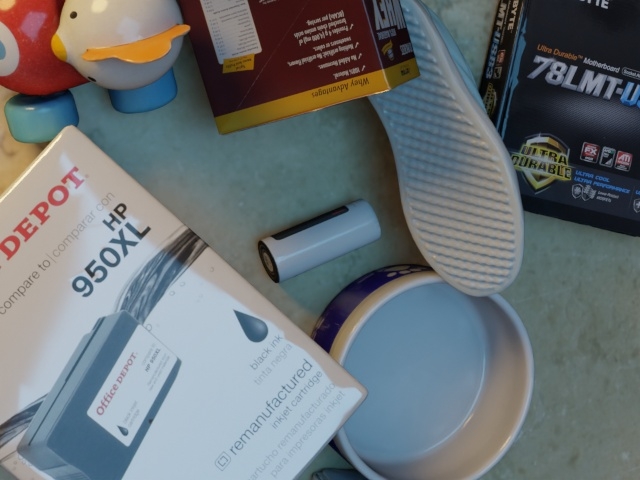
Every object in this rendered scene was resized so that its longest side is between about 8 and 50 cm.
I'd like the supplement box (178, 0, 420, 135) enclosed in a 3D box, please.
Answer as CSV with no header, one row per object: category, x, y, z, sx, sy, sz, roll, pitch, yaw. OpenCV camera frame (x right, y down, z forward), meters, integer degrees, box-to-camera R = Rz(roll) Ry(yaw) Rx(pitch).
supplement box,-0.024,-0.230,1.144,0.191,0.129,0.194,-13,99,21

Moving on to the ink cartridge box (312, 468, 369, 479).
ink cartridge box,0.081,0.430,1.344,0.201,0.117,0.278,7,94,-23

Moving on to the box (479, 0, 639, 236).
box,0.338,-0.167,1.391,0.296,0.073,0.293,12,94,-24

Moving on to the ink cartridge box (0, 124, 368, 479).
ink cartridge box,-0.199,0.124,1.110,0.395,0.166,0.285,42,80,-6

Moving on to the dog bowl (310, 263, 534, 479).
dog bowl,0.117,0.163,1.328,0.265,0.104,0.264,-3,99,-21

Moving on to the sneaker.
sneaker,0.147,-0.122,1.263,0.135,0.150,0.366,-18,97,24

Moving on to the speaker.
speaker,0.000,0.000,1.284,0.136,0.055,0.055,-23,105,-17

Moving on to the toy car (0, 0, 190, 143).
toy car,-0.217,-0.198,1.047,0.210,0.238,0.219,-20,117,-19
